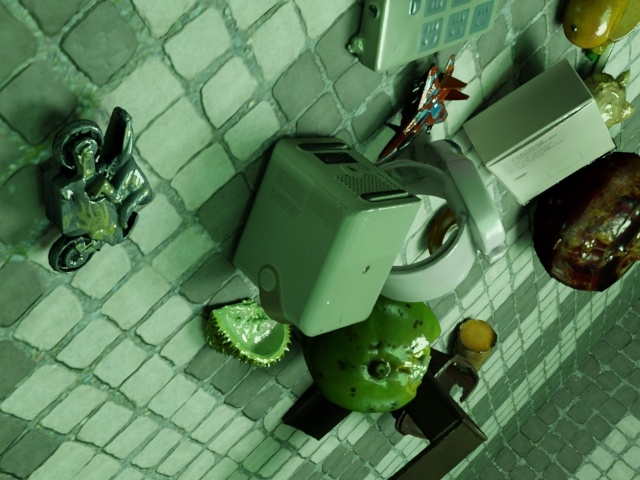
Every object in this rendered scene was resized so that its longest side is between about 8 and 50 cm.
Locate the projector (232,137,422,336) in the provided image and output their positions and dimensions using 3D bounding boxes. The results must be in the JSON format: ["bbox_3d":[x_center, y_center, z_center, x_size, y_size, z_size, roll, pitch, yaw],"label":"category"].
[{"bbox_3d":[0.000,0.000,1.091,0.163,0.177,0.242,-11,131,-45],"label":"projector"}]

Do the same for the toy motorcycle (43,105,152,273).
[{"bbox_3d":[-0.229,-0.052,0.845,0.124,0.061,0.193,-24,141,-42],"label":"toy motorcycle"}]

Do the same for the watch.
[{"bbox_3d":[0.150,-0.030,1.255,0.231,0.244,0.196,-27,147,5],"label":"watch"}]

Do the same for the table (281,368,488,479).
[{"bbox_3d":[0.123,0.364,1.551,0.282,0.250,0.196,-41,147,2],"label":"table"}]

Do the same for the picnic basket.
[{"bbox_3d":[0.231,0.325,1.812,0.222,0.129,0.297,-50,150,0],"label":"picnic basket"}]

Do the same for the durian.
[{"bbox_3d":[-0.098,0.142,1.227,0.215,0.086,0.100,6,106,-53],"label":"durian"}]

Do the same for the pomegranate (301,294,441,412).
[{"bbox_3d":[0.090,0.162,1.393,0.236,0.236,0.302,-62,-179,21],"label":"pomegranate"}]

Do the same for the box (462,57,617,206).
[{"bbox_3d":[0.393,-0.181,1.416,0.203,0.106,0.251,-32,155,18],"label":"box"}]

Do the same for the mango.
[{"bbox_3d":[0.472,-0.404,1.347,0.115,0.089,0.165,-4,125,-53],"label":"mango"}]

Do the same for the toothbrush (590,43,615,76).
[{"bbox_3d":[0.574,-0.431,1.513,0.028,0.026,0.294,-38,151,-49],"label":"toothbrush"}]

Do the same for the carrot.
[{"bbox_3d":[0.372,0.301,2.010,0.102,0.102,0.263,-34,150,-25],"label":"carrot"}]

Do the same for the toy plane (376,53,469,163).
[{"bbox_3d":[0.142,-0.187,1.185,0.189,0.061,0.130,-41,150,-6],"label":"toy plane"}]

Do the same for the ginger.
[{"bbox_3d":[0.531,-0.250,1.572,0.216,0.102,0.157,-46,136,15],"label":"ginger"}]

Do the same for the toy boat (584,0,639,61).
[{"bbox_3d":[0.543,-0.426,1.441,0.088,0.089,0.229,-78,-170,-63],"label":"toy boat"}]

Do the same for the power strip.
[{"bbox_3d":[0.150,-0.311,1.069,0.270,0.046,0.118,-27,143,-33],"label":"power strip"}]

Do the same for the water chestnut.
[{"bbox_3d":[0.642,-0.030,1.781,0.350,0.302,0.350,-37,148,-29],"label":"water chestnut"}]

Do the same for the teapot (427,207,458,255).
[{"bbox_3d":[0.251,-0.013,1.520,0.098,0.078,0.129,11,107,-12],"label":"teapot"}]
